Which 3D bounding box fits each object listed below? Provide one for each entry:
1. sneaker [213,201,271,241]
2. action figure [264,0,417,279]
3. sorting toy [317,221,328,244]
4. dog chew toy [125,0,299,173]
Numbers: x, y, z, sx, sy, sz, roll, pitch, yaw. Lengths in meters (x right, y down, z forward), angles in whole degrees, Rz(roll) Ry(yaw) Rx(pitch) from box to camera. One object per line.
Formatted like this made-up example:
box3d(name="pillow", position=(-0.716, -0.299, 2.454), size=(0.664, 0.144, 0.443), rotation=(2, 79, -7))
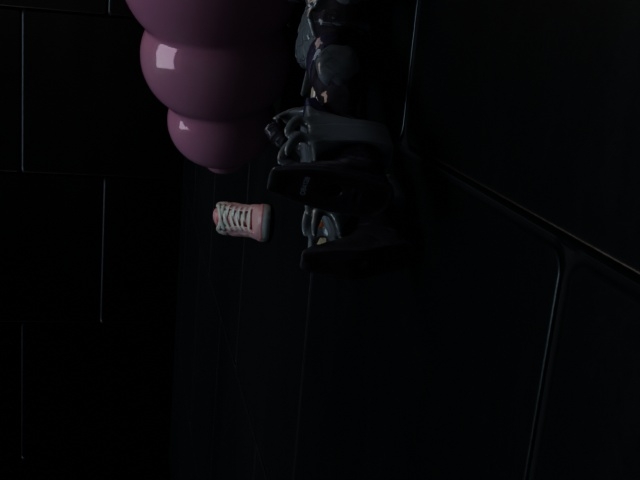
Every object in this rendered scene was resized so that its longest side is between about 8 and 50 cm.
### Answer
box3d(name="sneaker", position=(-0.107, -0.026, 1.187), size=(0.134, 0.070, 0.051), rotation=(-169, 83, -76))
box3d(name="action figure", position=(0.008, -0.115, 0.639), size=(0.185, 0.099, 0.285), rotation=(93, 175, -48))
box3d(name="sorting toy", position=(0.000, 0.000, 0.838), size=(0.083, 0.012, 0.062), rotation=(-115, 30, -64))
box3d(name="dog chew toy", position=(-0.117, -0.229, 1.003), size=(0.206, 0.207, 0.331), rotation=(-108, 15, -56))
